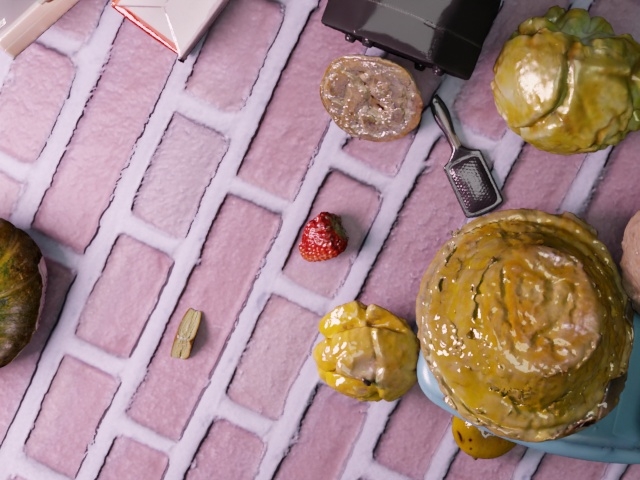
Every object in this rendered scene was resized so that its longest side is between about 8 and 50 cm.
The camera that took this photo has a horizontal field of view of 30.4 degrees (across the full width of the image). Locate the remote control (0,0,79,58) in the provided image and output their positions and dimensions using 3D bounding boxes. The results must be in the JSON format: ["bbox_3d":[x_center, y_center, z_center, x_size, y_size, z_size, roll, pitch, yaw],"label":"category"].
[{"bbox_3d":[-0.346,-0.412,1.706,0.344,0.145,0.050,-39,130,7],"label":"remote control"}]

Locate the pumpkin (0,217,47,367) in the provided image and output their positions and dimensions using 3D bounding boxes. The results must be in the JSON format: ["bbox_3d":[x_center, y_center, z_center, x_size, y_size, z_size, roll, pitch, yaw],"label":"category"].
[{"bbox_3d":[-0.535,0.069,1.747,0.260,0.189,0.260,-4,115,-8],"label":"pumpkin"}]

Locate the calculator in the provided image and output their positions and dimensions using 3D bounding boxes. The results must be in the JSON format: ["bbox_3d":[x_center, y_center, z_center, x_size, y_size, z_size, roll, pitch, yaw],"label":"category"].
[{"bbox_3d":[0.324,0.173,1.716,0.386,0.054,0.256,17,73,1],"label":"calculator"}]

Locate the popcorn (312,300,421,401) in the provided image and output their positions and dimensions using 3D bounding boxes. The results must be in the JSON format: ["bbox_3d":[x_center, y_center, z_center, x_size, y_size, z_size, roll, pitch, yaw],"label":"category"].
[{"bbox_3d":[0.068,0.166,1.730,0.167,0.152,0.148,41,96,-14],"label":"popcorn"}]

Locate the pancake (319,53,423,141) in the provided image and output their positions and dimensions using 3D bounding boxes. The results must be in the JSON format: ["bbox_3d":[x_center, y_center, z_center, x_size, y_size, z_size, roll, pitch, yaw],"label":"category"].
[{"bbox_3d":[0.075,-0.210,1.719,0.158,0.028,0.158,12,132,14],"label":"pancake"}]

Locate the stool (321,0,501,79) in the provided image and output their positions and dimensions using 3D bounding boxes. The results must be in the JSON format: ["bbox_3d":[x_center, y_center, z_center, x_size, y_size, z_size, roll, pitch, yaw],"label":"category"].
[{"bbox_3d":[0.125,-0.320,1.646,0.232,0.232,0.141,21,99,2],"label":"stool"}]

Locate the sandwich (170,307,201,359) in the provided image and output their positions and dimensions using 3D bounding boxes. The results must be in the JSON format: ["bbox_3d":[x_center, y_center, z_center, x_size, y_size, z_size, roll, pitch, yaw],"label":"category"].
[{"bbox_3d":[-0.206,0.147,1.795,0.031,0.044,0.083,17,98,-3],"label":"sandwich"}]

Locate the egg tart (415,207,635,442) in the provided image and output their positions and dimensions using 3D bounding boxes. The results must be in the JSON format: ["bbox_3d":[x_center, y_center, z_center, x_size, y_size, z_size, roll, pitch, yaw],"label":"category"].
[{"bbox_3d":[0.294,0.109,1.639,0.341,0.132,0.341,1,74,-3],"label":"egg tart"}]

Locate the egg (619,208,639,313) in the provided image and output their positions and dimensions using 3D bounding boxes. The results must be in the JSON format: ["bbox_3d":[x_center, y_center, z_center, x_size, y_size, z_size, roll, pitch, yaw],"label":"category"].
[{"bbox_3d":[0.560,0.035,1.618,0.310,0.279,0.279,38,97,-26],"label":"egg"}]

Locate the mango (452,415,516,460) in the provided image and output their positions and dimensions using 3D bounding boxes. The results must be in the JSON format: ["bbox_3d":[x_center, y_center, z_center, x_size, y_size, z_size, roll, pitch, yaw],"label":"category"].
[{"bbox_3d":[0.268,0.256,1.760,0.103,0.076,0.161,43,88,5],"label":"mango"}]

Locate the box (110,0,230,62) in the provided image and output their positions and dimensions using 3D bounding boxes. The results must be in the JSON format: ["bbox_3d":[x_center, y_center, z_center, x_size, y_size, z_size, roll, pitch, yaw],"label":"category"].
[{"bbox_3d":[-0.201,-0.370,1.721,0.133,0.099,0.182,36,95,-3],"label":"box"}]

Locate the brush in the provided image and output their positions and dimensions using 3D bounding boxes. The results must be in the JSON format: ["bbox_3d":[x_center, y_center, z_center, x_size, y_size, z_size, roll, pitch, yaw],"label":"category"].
[{"bbox_3d":[0.207,-0.128,1.755,0.063,0.016,0.193,-25,94,5],"label":"brush"}]

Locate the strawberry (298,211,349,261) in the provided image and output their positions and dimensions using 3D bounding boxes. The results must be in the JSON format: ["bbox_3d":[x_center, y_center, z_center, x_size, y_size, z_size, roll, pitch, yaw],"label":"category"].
[{"bbox_3d":[0.000,0.000,1.757,0.083,0.073,0.073,-36,92,21],"label":"strawberry"}]

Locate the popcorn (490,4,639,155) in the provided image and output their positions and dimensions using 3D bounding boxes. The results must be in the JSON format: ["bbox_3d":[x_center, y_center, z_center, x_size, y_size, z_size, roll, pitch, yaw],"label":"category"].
[{"bbox_3d":[0.352,-0.219,1.660,0.221,0.184,0.204,21,127,-1],"label":"popcorn"}]
